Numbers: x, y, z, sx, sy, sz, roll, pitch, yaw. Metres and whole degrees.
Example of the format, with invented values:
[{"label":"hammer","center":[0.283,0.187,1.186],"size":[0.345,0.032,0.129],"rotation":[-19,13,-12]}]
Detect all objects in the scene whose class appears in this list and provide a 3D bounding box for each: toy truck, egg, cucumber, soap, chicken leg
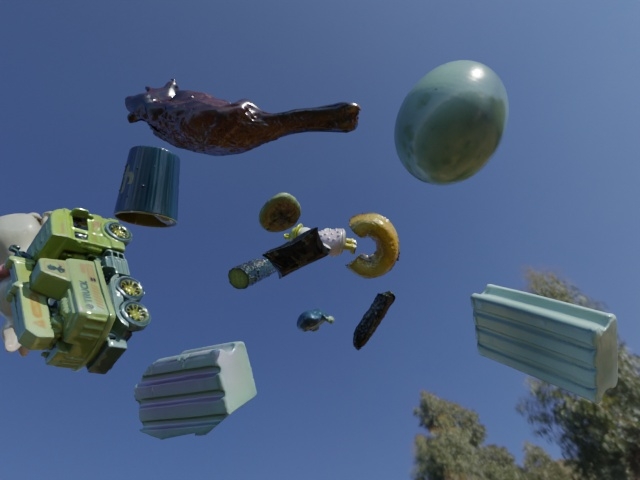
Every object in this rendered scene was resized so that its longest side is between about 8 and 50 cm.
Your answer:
[{"label":"toy truck","center":[-0.230,0.041,0.395],"size":[0.077,0.169,0.100],"rotation":[-45,-39,17]},{"label":"egg","center":[0.210,-0.190,0.681],"size":[0.231,0.168,0.168],"rotation":[-57,-50,-27]},{"label":"cucumber","center":[-0.176,0.082,1.207],"size":[0.067,0.293,0.068],"rotation":[1,-85,12]},{"label":"soap","center":[-0.241,0.282,0.800],"size":[0.230,0.145,0.091],"rotation":[-16,-6,28]},{"label":"chicken leg","center":[-0.141,-0.187,0.670],"size":[0.406,0.158,0.096],"rotation":[7,-53,16]},{"label":"cucumber","center":[0.141,0.215,1.148],"size":[0.053,0.053,0.182],"rotation":[42,-105,-33]},{"label":"soap","center":[0.453,0.200,0.882],"size":[0.087,0.265,0.160],"rotation":[-22,-72,-28]}]

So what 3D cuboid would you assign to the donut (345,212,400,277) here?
[{"label":"donut","center":[0.139,0.017,1.123],"size":[0.146,0.078,0.181],"rotation":[5,-87,10]}]

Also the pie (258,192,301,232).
[{"label":"pie","center":[-0.070,-0.046,0.751],"size":[0.084,0.021,0.084],"rotation":[-21,-45,-23]}]

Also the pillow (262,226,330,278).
[{"label":"pillow","center":[-0.055,0.032,1.025],"size":[0.150,0.048,0.090],"rotation":[-27,-68,3]}]

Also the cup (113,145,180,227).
[{"label":"cup","center":[-0.391,-0.116,0.952],"size":[0.176,0.155,0.131],"rotation":[-5,-15,40]}]

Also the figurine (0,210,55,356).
[{"label":"figurine","center":[-0.516,0.074,0.764],"size":[0.155,0.236,0.127],"rotation":[-19,-17,-33]}]

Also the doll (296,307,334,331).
[{"label":"doll","center":[-0.021,0.192,1.008],"size":[0.076,0.051,0.083],"rotation":[-37,-21,32]}]

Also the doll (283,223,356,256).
[{"label":"doll","center":[0.000,0.000,1.186],"size":[0.207,0.129,0.081],"rotation":[7,-60,-3]}]
